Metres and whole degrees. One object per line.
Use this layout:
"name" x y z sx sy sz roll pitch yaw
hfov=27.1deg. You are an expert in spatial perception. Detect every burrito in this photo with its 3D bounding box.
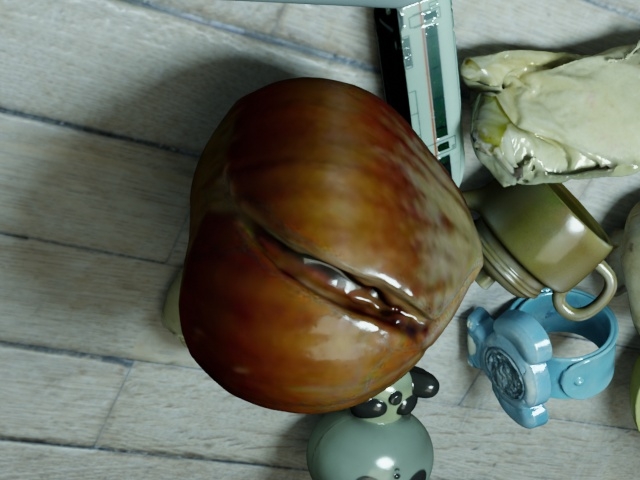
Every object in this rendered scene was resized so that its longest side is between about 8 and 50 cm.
"burrito" 0.338 -0.167 1.749 0.331 0.135 0.190 -9 85 -13

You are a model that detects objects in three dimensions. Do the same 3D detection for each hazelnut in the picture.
"hazelnut" 0.000 0.000 1.557 0.359 0.409 0.359 -4 138 -4

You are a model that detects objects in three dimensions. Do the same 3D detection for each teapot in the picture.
"teapot" 0.292 0.010 1.839 0.267 0.185 0.175 45 107 -7

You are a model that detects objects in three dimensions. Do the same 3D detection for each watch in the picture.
"watch" 0.344 0.155 2.004 0.193 0.211 0.211 -25 133 -23

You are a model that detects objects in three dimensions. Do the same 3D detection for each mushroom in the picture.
"mushroom" 0.523 0.050 1.974 0.184 0.255 0.255 -1 135 21

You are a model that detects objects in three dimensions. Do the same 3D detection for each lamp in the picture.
"lamp" 0.080 0.297 1.991 0.197 0.198 0.244 -1 117 -23

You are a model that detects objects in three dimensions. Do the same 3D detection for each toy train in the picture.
"toy train" 0.137 -0.157 1.721 0.088 0.086 0.407 -22 132 -14

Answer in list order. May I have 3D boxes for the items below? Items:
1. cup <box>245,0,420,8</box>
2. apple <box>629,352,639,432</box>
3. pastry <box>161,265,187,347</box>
"cup" -0.010 -0.352 1.422 0.312 0.205 0.205 0 125 -25
"apple" 0.643 0.241 2.119 0.292 0.292 0.254 -9 122 -17
"pastry" -0.129 0.094 1.796 0.165 0.088 0.166 -11 126 -16
